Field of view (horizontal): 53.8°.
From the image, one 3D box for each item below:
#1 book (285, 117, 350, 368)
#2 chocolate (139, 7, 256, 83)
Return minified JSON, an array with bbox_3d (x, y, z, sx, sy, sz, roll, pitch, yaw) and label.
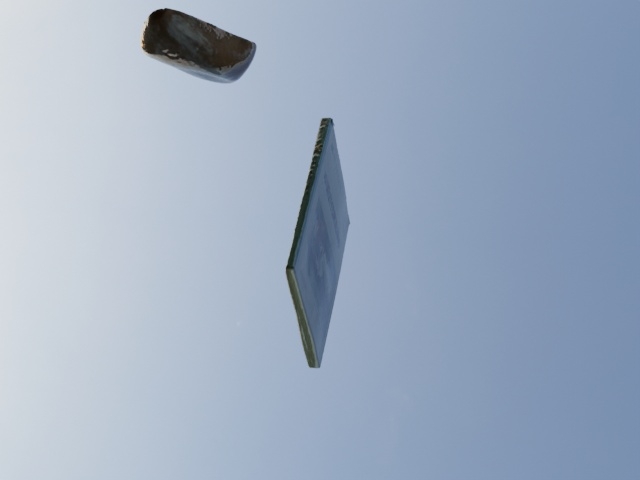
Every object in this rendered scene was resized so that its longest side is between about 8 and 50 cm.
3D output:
[{"bbox_3d":[0.000,0.000,0.852,0.025,0.215,0.283,2,-132,12],"label":"book"},{"bbox_3d":[-0.285,-0.426,1.449,0.157,0.254,0.080,-26,-126,55],"label":"chocolate"}]
